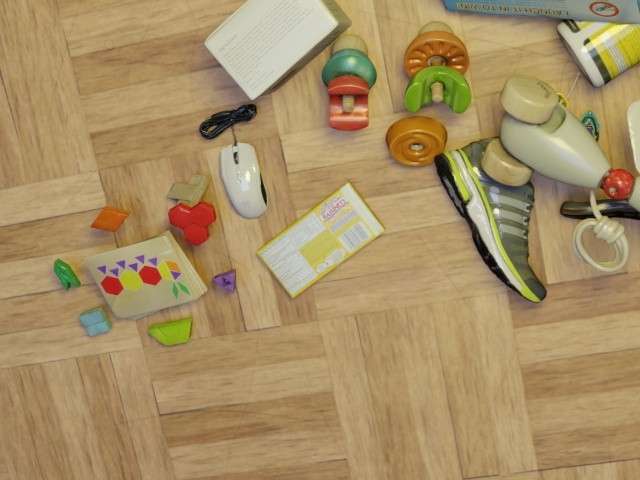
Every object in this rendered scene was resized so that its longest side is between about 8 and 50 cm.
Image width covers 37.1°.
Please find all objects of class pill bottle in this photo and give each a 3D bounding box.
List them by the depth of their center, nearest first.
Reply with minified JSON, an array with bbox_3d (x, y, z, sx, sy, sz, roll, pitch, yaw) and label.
[{"bbox_3d":[0.475,-0.335,1.441,0.208,0.119,0.119,-33,96,15],"label":"pill bottle"}]

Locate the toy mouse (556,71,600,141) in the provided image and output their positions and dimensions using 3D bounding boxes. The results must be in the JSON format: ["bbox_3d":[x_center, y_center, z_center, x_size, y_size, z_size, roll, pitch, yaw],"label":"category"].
[{"bbox_3d":[0.394,-0.166,1.538,0.161,0.031,0.143,-38,94,15],"label":"toy mouse"}]

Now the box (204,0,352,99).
[{"bbox_3d":[-0.062,-0.327,1.495,0.182,0.181,0.119,-39,95,15],"label":"box"}]

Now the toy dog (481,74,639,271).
[{"bbox_3d":[0.403,-0.134,1.438,0.333,0.161,0.220,41,135,-3],"label":"toy dog"}]

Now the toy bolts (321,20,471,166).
[{"bbox_3d":[0.115,-0.248,1.537,0.228,0.158,0.218,4,144,-2],"label":"toy bolts"}]

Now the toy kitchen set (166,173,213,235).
[{"bbox_3d":[-0.220,-0.062,1.663,0.068,0.075,0.083,10,68,43],"label":"toy kitchen set"}]

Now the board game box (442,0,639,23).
[{"bbox_3d":[0.285,-0.420,1.313,0.308,0.302,0.086,11,77,26],"label":"board game box"}]

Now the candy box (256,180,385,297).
[{"bbox_3d":[0.000,0.000,1.640,0.206,0.027,0.105,-36,93,14],"label":"candy box"}]

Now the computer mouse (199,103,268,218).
[{"bbox_3d":[-0.136,-0.129,1.624,0.106,0.042,0.193,-13,100,11],"label":"computer mouse"}]

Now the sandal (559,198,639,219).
[{"bbox_3d":[0.496,-0.066,1.530,0.219,0.090,0.060,-2,81,16],"label":"sandal"}]

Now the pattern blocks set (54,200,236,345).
[{"bbox_3d":[-0.304,0.062,1.667,0.324,0.026,0.285,-7,119,14],"label":"pattern blocks set"}]

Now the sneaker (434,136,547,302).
[{"bbox_3d":[0.304,-0.033,1.547,0.121,0.111,0.300,-30,104,-1],"label":"sneaker"}]
